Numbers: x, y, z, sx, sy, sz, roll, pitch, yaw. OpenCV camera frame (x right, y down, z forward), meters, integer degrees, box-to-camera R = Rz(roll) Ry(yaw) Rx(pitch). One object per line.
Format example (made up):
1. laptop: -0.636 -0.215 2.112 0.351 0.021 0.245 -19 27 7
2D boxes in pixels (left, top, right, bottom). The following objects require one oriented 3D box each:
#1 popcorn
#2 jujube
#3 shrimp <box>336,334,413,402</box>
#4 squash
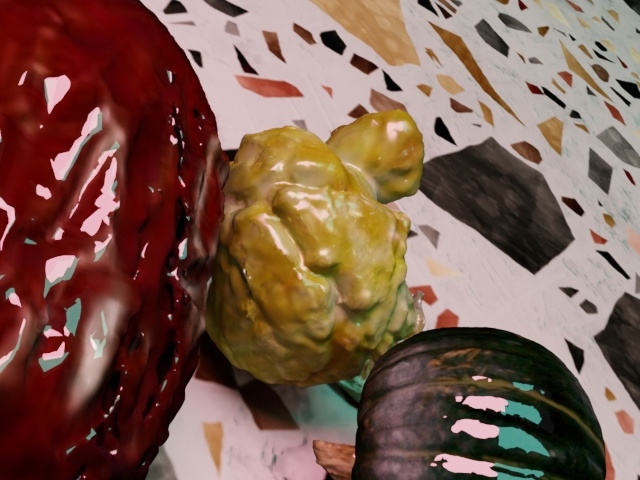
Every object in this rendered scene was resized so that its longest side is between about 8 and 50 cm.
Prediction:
1. popcorn: 0.000 0.000 0.692 0.198 0.198 0.212 40 68 -3
2. jujube: -0.177 -0.003 0.505 0.258 0.258 0.376 27 34 -21
3. shrimp: 0.019 0.075 0.792 0.180 0.041 0.099 42 50 -2
4. squash: 0.088 0.162 0.613 0.172 0.218 0.218 12 44 -19
